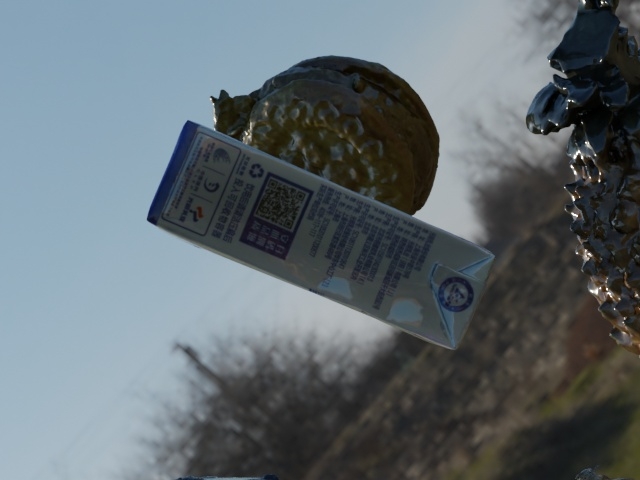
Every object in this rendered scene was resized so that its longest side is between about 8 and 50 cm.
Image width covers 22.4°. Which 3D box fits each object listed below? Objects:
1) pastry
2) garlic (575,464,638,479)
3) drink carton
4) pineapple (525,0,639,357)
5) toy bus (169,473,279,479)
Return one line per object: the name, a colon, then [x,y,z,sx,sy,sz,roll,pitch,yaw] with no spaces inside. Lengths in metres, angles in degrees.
pastry: [0.019,-0.103,1.894,0.235,0.240,0.132,-3,32,32]
garlic: [0.379,0.366,2.031,0.131,0.127,0.194,-56,-37,-2]
drink carton: [0.000,0.000,1.520,0.130,0.315,0.106,177,116,-88]
pineapple: [0.301,-0.072,1.506,0.223,0.357,0.223,-29,7,4]
toy bus: [-0.122,0.365,2.006,0.305,0.179,0.143,24,-117,-74]
